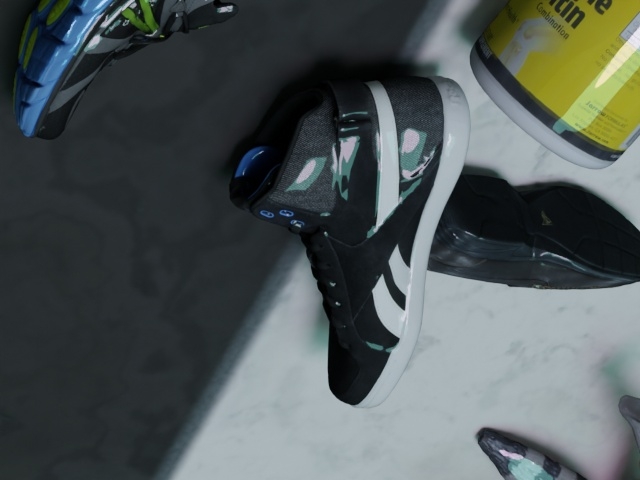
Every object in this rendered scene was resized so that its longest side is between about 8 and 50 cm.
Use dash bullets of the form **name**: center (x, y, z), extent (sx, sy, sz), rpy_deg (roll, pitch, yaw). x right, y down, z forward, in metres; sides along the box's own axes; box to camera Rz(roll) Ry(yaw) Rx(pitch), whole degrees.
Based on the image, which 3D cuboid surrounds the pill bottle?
- **pill bottle**: center (0.172, -0.135, 0.857), extent (0.103, 0.103, 0.184), rpy_deg (23, 116, -36)

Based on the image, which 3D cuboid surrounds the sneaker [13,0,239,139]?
- **sneaker**: center (-0.085, -0.116, 0.789), extent (0.078, 0.067, 0.188), rpy_deg (33, 108, -33)

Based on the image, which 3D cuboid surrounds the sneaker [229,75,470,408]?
- **sneaker**: center (0.000, 0.000, 0.926), extent (0.121, 0.079, 0.217), rpy_deg (2, 119, -20)

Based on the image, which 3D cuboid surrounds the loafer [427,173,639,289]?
- **loafer**: center (0.130, 0.002, 0.997), extent (0.170, 0.062, 0.061), rpy_deg (14, 144, -28)

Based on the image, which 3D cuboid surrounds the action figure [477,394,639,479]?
- **action figure**: center (0.278, 0.197, 1.190), extent (0.330, 0.178, 0.341), rpy_deg (32, 86, -47)
